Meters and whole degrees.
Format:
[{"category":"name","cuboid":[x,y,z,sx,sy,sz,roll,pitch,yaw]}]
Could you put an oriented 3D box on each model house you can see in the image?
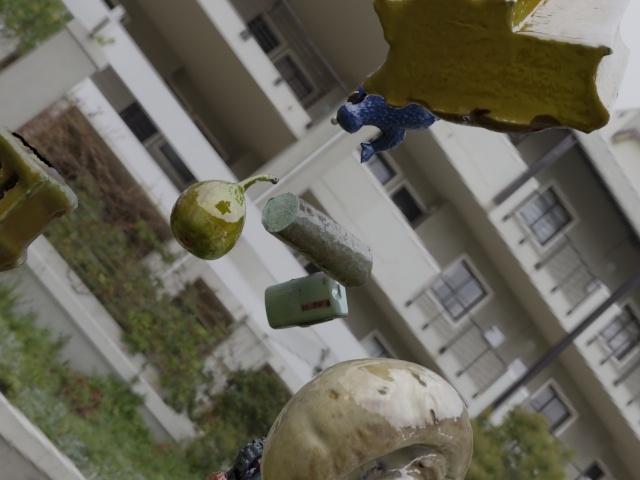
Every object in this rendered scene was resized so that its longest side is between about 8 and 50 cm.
[{"category":"model house","cuboid":[-0.463,-0.032,1.223,0.173,0.239,0.268,45,-6,-8]}]

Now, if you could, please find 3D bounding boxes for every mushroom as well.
[{"category":"mushroom","cuboid":[0.039,0.165,0.672,0.127,0.166,0.166,41,-14,51]}]

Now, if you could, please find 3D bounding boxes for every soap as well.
[{"category":"soap","cuboid":[0.212,-0.223,1.010,0.259,0.281,0.143,13,-64,16]}]

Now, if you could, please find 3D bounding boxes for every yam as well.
[{"category":"yam","cuboid":[0.000,0.000,0.948,0.132,0.054,0.054,35,-1,-35]}]

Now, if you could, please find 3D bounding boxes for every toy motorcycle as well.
[{"category":"toy motorcycle","cuboid":[-0.094,0.340,1.122,0.084,0.118,0.212,33,-43,45]}]

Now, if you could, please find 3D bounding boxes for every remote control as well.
[{"category":"remote control","cuboid":[-0.022,0.078,1.153,0.166,0.029,0.065,-19,-104,57]}]

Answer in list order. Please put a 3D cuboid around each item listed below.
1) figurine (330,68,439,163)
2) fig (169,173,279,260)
[{"category":"figurine","cuboid":[0.152,-0.269,1.807,0.164,0.262,0.121,63,-7,-16]},{"category":"fig","cuboid":[-0.121,-0.040,1.090,0.093,0.093,0.166,53,30,-12]}]
